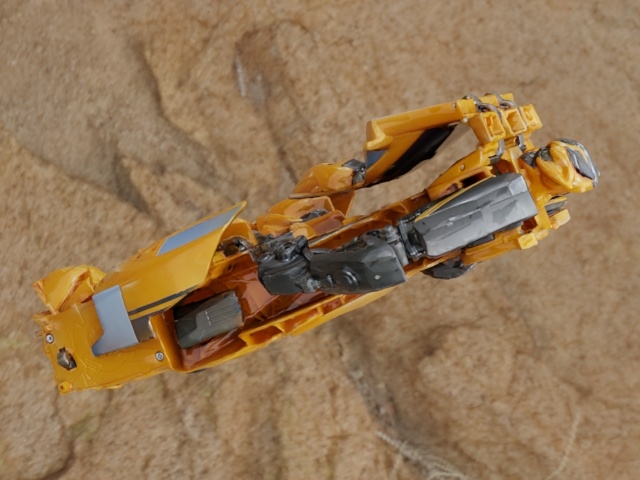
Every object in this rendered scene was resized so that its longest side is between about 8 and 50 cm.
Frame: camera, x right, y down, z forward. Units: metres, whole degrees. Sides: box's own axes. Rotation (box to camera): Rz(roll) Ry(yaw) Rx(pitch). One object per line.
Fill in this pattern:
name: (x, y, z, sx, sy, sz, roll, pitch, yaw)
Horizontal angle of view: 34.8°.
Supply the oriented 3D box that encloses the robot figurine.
robot figurine: (0.000, 0.000, 0.538, 0.211, 0.291, 0.085, -22, 90, -65)
